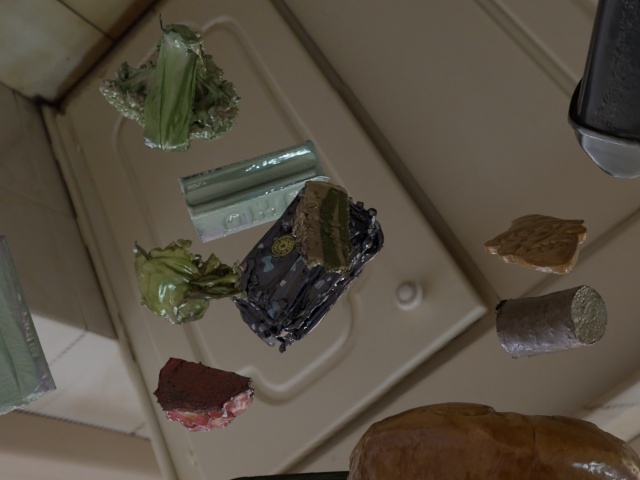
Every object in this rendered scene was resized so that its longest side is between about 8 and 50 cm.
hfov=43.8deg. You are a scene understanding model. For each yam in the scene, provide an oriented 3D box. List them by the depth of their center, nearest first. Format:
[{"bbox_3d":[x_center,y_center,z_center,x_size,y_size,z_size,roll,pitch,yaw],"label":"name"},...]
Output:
[{"bbox_3d":[0.291,0.105,1.014,0.084,0.084,0.127,0,169,-36],"label":"yam"}]

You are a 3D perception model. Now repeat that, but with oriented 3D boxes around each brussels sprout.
[{"bbox_3d":[-0.095,0.032,0.579,0.085,0.058,0.085,-2,170,0],"label":"brussels sprout"}]

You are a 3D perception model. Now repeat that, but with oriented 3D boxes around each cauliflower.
[{"bbox_3d":[-0.261,-0.301,1.462,0.239,0.256,0.315,-35,158,-31],"label":"cauliflower"}]

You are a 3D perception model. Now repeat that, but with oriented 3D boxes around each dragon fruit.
[{"bbox_3d":[-0.266,0.375,1.869,0.261,0.163,0.189,5,154,31],"label":"dragon fruit"}]

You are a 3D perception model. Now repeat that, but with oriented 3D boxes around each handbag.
[{"bbox_3d":[-0.023,0.035,1.208,0.260,0.162,0.113,-49,146,-3],"label":"handbag"}]

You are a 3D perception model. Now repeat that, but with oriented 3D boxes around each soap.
[{"bbox_3d":[-0.114,-0.087,1.442,0.261,0.094,0.150,-17,167,-6],"label":"soap"}]

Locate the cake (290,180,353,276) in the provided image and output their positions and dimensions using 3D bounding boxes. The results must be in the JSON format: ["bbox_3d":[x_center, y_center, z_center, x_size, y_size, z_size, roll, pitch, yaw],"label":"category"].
[{"bbox_3d":[0.000,0.000,0.742,0.051,0.140,0.055,17,123,-11],"label":"cake"}]

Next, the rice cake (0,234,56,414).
[{"bbox_3d":[-0.398,0.106,0.996,0.080,0.042,0.222,-17,101,-8],"label":"rice cake"}]

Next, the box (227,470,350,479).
[{"bbox_3d":[-0.011,0.395,0.742,0.252,0.329,0.178,6,155,-25],"label":"box"}]

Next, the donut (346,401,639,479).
[{"bbox_3d":[0.118,0.199,0.561,0.226,0.114,0.227,10,146,7],"label":"donut"}]

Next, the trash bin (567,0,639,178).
[{"bbox_3d":[0.440,-0.244,1.056,0.209,0.182,0.290,-51,148,-37],"label":"trash bin"}]

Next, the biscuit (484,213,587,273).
[{"bbox_3d":[0.350,0.001,1.271,0.162,0.250,0.035,-21,108,4],"label":"biscuit"}]
